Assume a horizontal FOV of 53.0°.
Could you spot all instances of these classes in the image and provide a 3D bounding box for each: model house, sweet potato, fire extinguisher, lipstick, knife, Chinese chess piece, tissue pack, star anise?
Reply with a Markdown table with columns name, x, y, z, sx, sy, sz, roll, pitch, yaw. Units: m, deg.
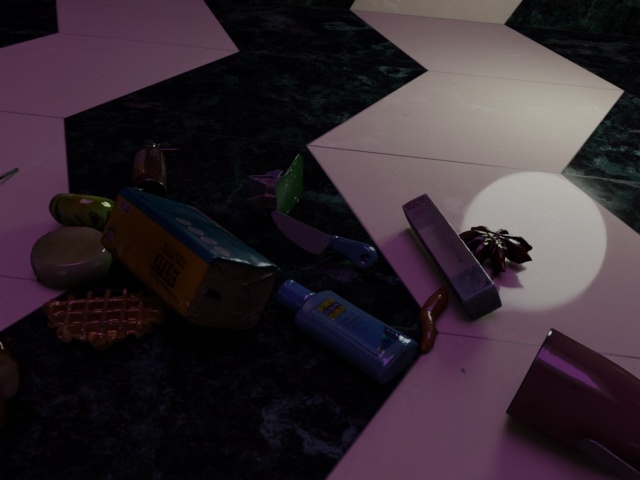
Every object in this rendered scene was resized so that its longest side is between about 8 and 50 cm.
| name | x | y | z | sx | sy | sz | roll | pitch | yaw |
| --- | --- | --- | --- | --- | --- | --- | --- | --- | --- |
| model house | -0.105 | -0.117 | 1.409 | 0.088 | 0.117 | 0.167 | 10 | 38 | 15 |
| sweet potato | 0.199 | 0.131 | 1.150 | 0.044 | 0.044 | 0.179 | 15 | 35 | 15 |
| fire extinguisher | -0.381 | -0.164 | 1.491 | 0.106 | 0.075 | 0.252 | 21 | 26 | -26 |
| lipstick | 0.251 | 0.023 | 1.267 | 0.066 | 0.068 | 0.317 | -28 | 38 | 4 |
| knife | 0.000 | 0.002 | 1.298 | 0.244 | 0.058 | 0.032 | 20 | 13 | 19 |
| Chinese chess piece | -0.466 | 0.031 | 1.206 | 0.144 | 0.058 | 0.144 | 4 | 34 | -3 |
| tissue pack | -0.229 | 0.033 | 1.119 | 0.271 | 0.134 | 0.192 | 33 | 10 | 35 |
| star anise | 0.356 | 0.010 | 1.321 | 0.167 | 0.057 | 0.168 | 3 | 36 | -2 |

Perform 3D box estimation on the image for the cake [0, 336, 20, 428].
| name | x | y | z | sx | sy | sz | roll | pitch | yaw |
| --- | --- | --- | --- | --- | --- | --- | --- | --- | --- |
| cake | -0.550 | 0.198 | 0.836 | 0.198 | 0.196 | 0.293 | 18 | 38 | 22 |

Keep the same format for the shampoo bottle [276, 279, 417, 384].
| name | x | y | z | sx | sy | sz | roll | pitch | yaw |
| --- | --- | --- | --- | --- | --- | --- | --- | --- | --- |
| shampoo bottle | 0.031 | 0.144 | 1.092 | 0.258 | 0.061 | 0.104 | 28 | 40 | 31 |

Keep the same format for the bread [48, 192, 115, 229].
| name | x | y | z | sx | sy | sz | roll | pitch | yaw |
| --- | --- | --- | --- | --- | --- | --- | --- | --- | --- |
| bread | -0.477 | -0.057 | 1.295 | 0.139 | 0.071 | 0.130 | 6 | 3 | 8 |

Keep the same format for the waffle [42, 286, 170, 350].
| name | x | y | z | sx | sy | sz | roll | pitch | yaw |
| --- | --- | --- | --- | --- | --- | --- | --- | --- | --- |
| waffle | -0.358 | 0.121 | 1.098 | 0.160 | 0.046 | 0.192 | 31 | 42 | 32 |

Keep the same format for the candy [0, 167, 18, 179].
| name | x | y | z | sx | sy | sz | roll | pitch | yaw |
| --- | --- | --- | --- | --- | --- | --- | --- | --- | --- |
| candy | -0.731 | -0.125 | 1.417 | 0.060 | 0.060 | 0.201 | 11 | 28 | 9 |

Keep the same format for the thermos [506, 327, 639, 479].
| name | x | y | z | sx | sy | sz | roll | pitch | yaw |
| --- | --- | --- | --- | --- | --- | --- | --- | --- | --- |
| thermos | 0.412 | 0.257 | 0.907 | 0.265 | 0.146 | 0.176 | 29 | 35 | 23 |
